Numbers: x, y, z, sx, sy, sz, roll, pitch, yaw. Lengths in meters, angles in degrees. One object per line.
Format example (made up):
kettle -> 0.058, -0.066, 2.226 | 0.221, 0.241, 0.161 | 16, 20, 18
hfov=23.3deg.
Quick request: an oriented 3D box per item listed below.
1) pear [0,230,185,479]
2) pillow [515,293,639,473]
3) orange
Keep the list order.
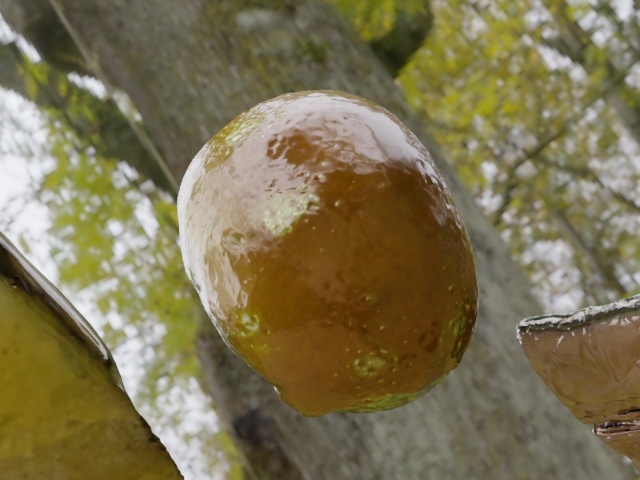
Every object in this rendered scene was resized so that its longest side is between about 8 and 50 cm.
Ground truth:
pear -> -0.195, 0.114, 0.780 | 0.178, 0.267, 0.267 | -47, -18, -26
pillow -> 0.241, 0.117, 1.108 | 0.126, 0.043, 0.232 | -11, -42, 38
orange -> -0.002, -0.005, 1.021 | 0.179, 0.237, 0.158 | -23, -41, -4
